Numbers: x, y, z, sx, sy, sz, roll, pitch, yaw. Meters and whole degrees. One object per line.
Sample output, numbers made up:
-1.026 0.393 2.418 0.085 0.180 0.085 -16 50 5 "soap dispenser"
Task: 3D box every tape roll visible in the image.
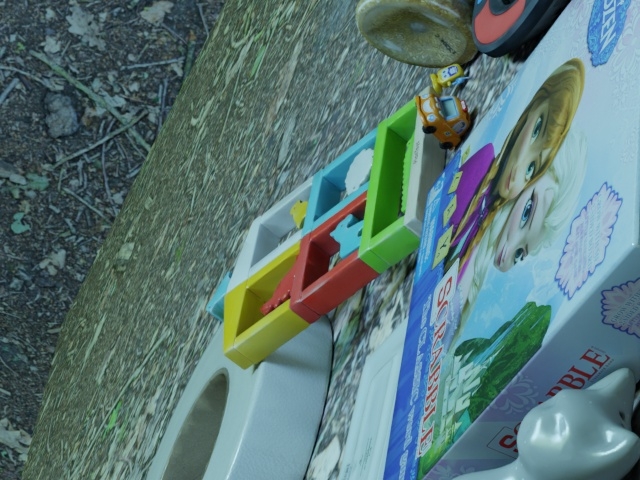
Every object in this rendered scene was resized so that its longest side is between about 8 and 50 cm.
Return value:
-0.102 0.234 1.809 0.392 0.072 0.392 -61 13 24 "tape roll"

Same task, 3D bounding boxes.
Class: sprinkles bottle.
0.133 -0.335 1.730 0.121 0.121 0.355 -43 27 62 "sprinkles bottle"

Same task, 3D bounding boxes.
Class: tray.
0.044 0.167 1.401 0.145 0.030 0.270 128 161 -52 "tray"

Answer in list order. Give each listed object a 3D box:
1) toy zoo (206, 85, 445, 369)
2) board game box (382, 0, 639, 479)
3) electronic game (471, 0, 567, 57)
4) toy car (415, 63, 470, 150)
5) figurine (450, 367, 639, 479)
0.000 0.000 1.692 0.293 0.030 0.192 -37 27 32 "toy zoo"
0.149 -0.006 1.182 0.318 0.066 0.319 -55 17 43 "board game box"
0.186 -0.258 1.533 0.229 0.048 0.229 -60 14 26 "electronic game"
0.109 -0.132 1.623 0.040 0.060 0.122 -26 37 20 "toy car"
0.105 0.187 1.002 0.209 0.092 0.215 -48 20 35 "figurine"
